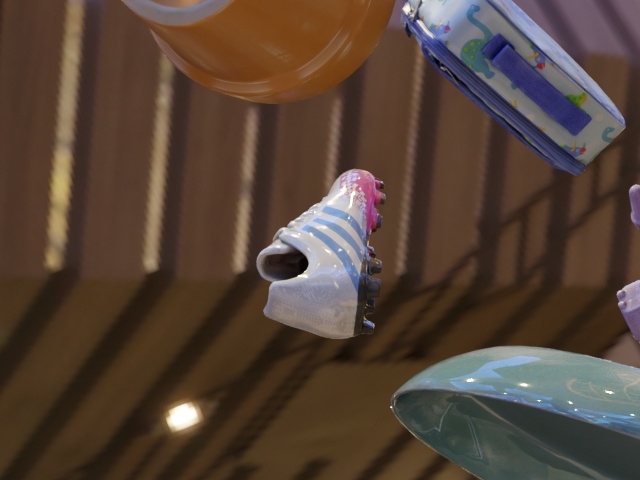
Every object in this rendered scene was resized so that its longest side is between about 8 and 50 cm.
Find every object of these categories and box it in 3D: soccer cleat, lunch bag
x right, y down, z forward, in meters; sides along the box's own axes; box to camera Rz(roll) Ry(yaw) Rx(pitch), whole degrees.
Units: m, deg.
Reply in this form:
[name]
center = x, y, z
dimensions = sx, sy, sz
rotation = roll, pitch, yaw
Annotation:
[soccer cleat]
center = 0.000, 0.000, 2.225
dimensions = 0.143, 0.331, 0.116
rotation = 8, -62, -2
[lunch bag]
center = 0.181, -0.164, 1.775
dimensions = 0.219, 0.176, 0.090
rotation = 38, -79, -23

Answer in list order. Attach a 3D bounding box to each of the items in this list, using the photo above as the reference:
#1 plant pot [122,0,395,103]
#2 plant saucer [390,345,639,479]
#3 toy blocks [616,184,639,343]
[plant pot]
center = -0.066, -0.213, 1.414
dimensions = 0.205, 0.205, 0.188
rotation = -34, -12, 16
[plant saucer]
center = 0.190, 0.126, 0.971
dimensions = 0.043, 0.318, 0.317
rotation = -66, -28, -13
[toy blocks]
center = 0.440, -0.074, 2.186
dimensions = 0.309, 0.288, 0.260
rotation = -30, -59, 20
